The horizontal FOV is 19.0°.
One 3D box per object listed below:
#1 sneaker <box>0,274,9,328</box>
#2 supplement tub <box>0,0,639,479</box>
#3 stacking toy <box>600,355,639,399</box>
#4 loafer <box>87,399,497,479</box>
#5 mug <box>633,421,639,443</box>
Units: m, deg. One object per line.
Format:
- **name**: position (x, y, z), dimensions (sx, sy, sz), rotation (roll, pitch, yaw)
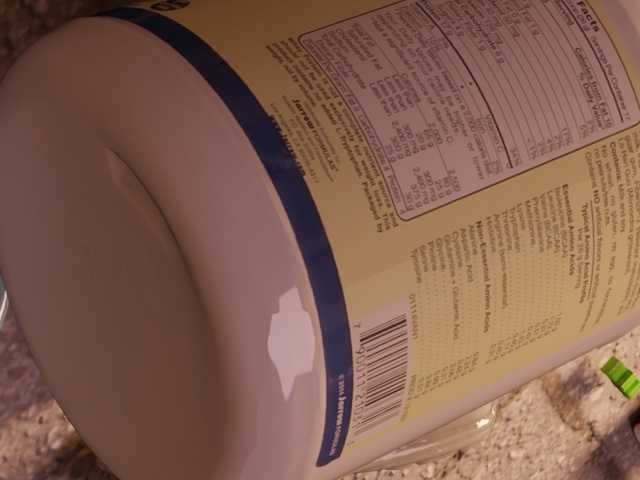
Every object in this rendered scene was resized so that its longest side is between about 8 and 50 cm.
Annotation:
- **sneaker**: position (-0.273, 0.053, 0.902), dimensions (0.319, 0.127, 0.208), rotation (-35, 141, -20)
- **supplement tub**: position (0.032, -0.029, 0.911), dimensions (0.325, 0.235, 0.235), rotation (-23, 137, -32)
- **stacking toy**: position (0.273, 0.027, 1.564), dimensions (0.167, 0.052, 0.221), rotation (-47, 147, -3)
- **loafer**: position (-0.016, 0.112, 1.276), dimensions (0.319, 0.112, 0.111), rotation (-17, 113, -36)
- **mug**: position (0.375, 0.142, 1.759), dimensions (0.113, 0.150, 0.169), rotation (45, 79, -19)
